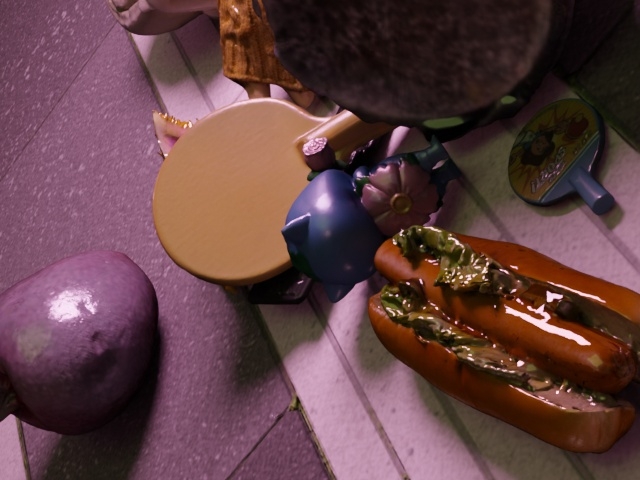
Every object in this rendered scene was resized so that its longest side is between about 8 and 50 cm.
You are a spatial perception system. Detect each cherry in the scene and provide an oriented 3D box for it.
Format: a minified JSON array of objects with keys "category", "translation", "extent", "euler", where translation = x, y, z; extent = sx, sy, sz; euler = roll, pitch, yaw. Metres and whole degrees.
[{"category":"cherry","translation":[-0.288,0.121,1.531],"extent":[0.213,0.183,0.266],"euler":[11,60,42]}]

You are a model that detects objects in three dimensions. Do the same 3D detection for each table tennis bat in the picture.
[{"category":"table tennis bat","translation":[-0.028,-0.079,1.364],"extent":[0.321,0.050,0.198],"euler":[-30,63,9]},{"category":"table tennis bat","translation":[0.208,-0.066,1.150],"extent":[0.100,0.019,0.155],"euler":[-49,32,15]}]

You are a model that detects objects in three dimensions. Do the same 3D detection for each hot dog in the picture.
[{"category":"hot dog","translation":[0.132,0.063,1.075],"extent":[0.337,0.100,0.135],"euler":[26,87,57]}]

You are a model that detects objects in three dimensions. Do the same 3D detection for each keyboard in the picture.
[{"category":"keyboard","translation":[-0.010,-0.005,1.380],"extent":[0.103,0.041,0.381],"euler":[-4,62,53]}]

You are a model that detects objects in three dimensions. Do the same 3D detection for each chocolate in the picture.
[{"category":"chocolate","translation":[0.102,-0.274,1.246],"extent":[0.303,0.303,0.213],"euler":[-28,24,40]}]

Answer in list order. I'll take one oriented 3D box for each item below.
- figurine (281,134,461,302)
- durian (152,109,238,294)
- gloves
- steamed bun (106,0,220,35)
[{"category":"figurine","translation":[0.043,-0.037,1.269],"extent":[0.178,0.114,0.144],"euler":[-34,42,7]},{"category":"durian","translation":[-0.116,-0.043,1.474],"extent":[0.182,0.132,0.165],"euler":[30,106,38]},{"category":"gloves","translation":[-0.034,-0.322,1.521],"extent":[0.203,0.155,0.356],"euler":[-138,57,-80]},{"category":"steamed bun","translation":[-0.156,-0.435,1.778],"extent":[0.310,0.219,0.324],"euler":[179,91,-70]}]
